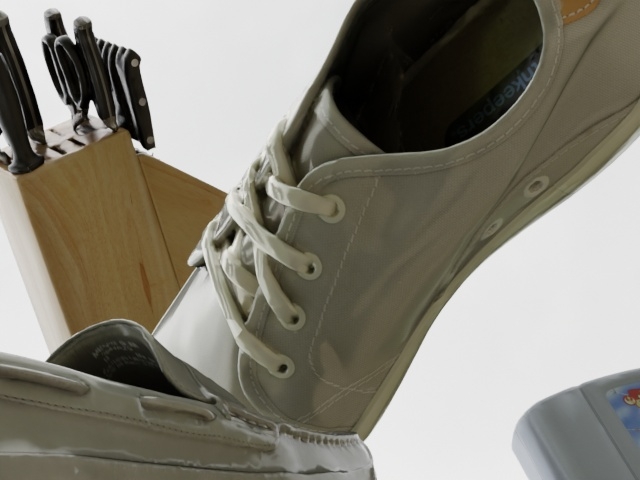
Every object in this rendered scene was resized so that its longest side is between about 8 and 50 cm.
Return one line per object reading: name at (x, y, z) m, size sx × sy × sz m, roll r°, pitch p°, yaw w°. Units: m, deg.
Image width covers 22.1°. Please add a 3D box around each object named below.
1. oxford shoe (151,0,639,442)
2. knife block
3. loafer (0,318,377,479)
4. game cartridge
oxford shoe at (0.000, 0.000, 0.863) m, size 0.130 × 0.169 × 0.449 m, roll 17°, pitch -57°, yaw -47°
knife block at (-0.205, -0.028, 1.241) m, size 0.242 × 0.088 × 0.275 m, roll 24°, pitch -90°, yaw -32°
loafer at (-0.072, 0.088, 0.685) m, size 0.319 × 0.112 × 0.111 m, roll 11°, pitch -113°, yaw -62°
game cartridge at (0.317, 0.182, 1.331) m, size 0.297 × 0.198 × 0.062 m, roll -6°, pitch -46°, yaw -19°
